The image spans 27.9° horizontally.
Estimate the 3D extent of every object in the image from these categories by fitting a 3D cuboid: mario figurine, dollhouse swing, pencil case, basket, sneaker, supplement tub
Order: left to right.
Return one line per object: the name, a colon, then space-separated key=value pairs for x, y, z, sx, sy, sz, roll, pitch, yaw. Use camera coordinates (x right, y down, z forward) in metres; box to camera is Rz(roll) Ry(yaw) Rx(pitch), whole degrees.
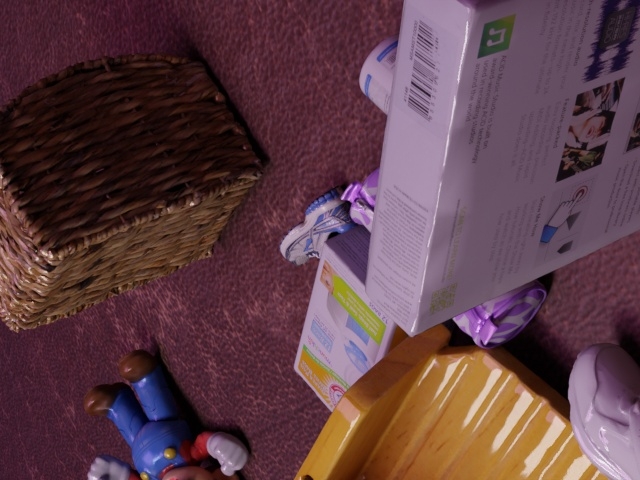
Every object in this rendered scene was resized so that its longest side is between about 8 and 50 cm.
basket: x=-0.256 y=-0.065 z=1.475 sx=0.213 sy=0.299 sz=0.223 roll=58 pitch=148 yaw=12
mario figurine: x=-0.221 y=0.310 z=1.817 sx=0.320 sy=0.170 sz=0.198 roll=52 pitch=145 yaw=23
sneaker: x=0.000 y=0.000 z=1.379 sx=0.058 sy=0.052 sz=0.135 roll=53 pitch=148 yaw=11
supplement tub: x=0.091 y=-0.127 z=1.133 sx=0.107 sy=0.071 sz=0.071 roll=47 pitch=145 yaw=27
dollhouse swing: x=0.090 y=0.313 z=1.112 sx=0.347 sy=0.305 sz=0.315 roll=41 pitch=126 yaw=20
pencil case: x=0.111 y=0.008 z=1.179 sx=0.206 sy=0.088 sz=0.086 roll=44 pitch=118 yaw=27
sneaker: x=0.285 y=0.172 z=1.026 sx=0.232 sy=0.090 sz=0.115 roll=64 pitch=145 yaw=23

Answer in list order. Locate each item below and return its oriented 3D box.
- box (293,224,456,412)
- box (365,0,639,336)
box: x=0.058 y=0.086 z=1.299 sx=0.114 sy=0.103 sz=0.203 roll=47 pitch=145 yaw=28
box: x=0.177 y=-0.093 z=0.786 sx=0.058 sy=0.322 sz=0.232 roll=46 pitch=144 yaw=36
